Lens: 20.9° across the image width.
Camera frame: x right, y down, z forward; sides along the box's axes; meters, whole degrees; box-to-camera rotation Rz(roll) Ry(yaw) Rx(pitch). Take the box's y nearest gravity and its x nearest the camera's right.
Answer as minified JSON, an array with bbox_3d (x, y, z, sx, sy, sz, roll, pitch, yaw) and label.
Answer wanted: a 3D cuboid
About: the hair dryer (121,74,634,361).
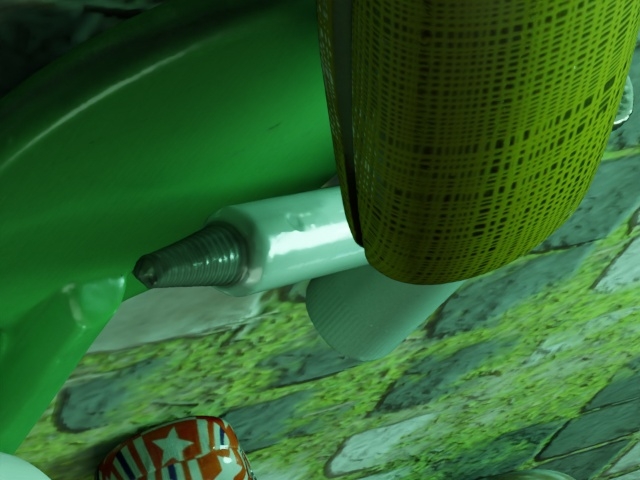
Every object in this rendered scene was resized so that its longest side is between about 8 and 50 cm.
[{"bbox_3d":[-0.005,0.005,0.547,0.183,0.044,0.155,-18,158,-39],"label":"hair dryer"}]

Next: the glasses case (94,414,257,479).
[{"bbox_3d":[-0.060,0.135,0.816,0.073,0.049,0.194,-20,158,-3],"label":"glasses case"}]

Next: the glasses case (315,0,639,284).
[{"bbox_3d":[0.039,-0.070,0.399,0.079,0.064,0.234,-25,148,-17],"label":"glasses case"}]

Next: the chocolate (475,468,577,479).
[{"bbox_3d":[0.039,0.202,1.022,0.157,0.080,0.254,-19,164,-49],"label":"chocolate"}]

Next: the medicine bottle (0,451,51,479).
[{"bbox_3d":[-0.208,0.112,0.451,0.170,0.170,0.293,-36,148,30],"label":"medicine bottle"}]

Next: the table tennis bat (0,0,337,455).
[{"bbox_3d":[-0.066,0.001,0.530,0.160,0.039,0.257,-12,155,-42],"label":"table tennis bat"}]
